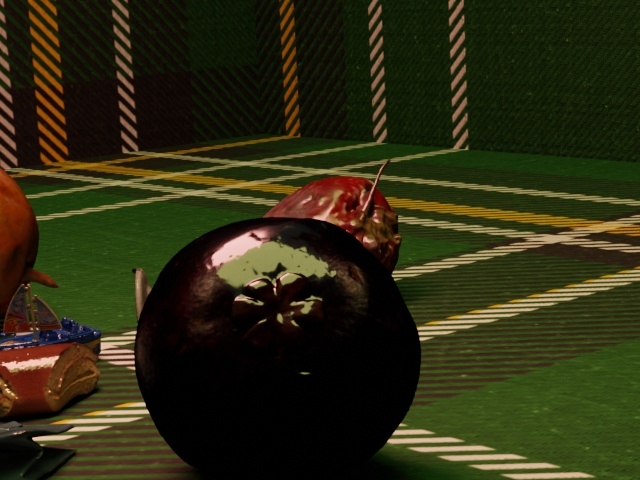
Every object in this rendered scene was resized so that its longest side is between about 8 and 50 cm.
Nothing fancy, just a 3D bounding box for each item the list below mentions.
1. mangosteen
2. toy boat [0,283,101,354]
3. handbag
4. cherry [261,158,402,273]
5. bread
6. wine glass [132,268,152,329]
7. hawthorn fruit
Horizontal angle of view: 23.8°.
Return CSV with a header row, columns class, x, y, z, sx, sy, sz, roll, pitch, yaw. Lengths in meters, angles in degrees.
class,x,y,z,sx,sy,sz,roll,pitch,yaw
mangosteen,-0.041,0.123,1.443,0.288,0.287,0.233,-4,39,-8
toy boat,-0.365,0.107,1.912,0.175,0.110,0.091,-12,13,-33
handbag,-0.371,0.209,1.523,0.221,0.057,0.144,-2,3,10
cherry,0.000,0.000,2.222,0.250,0.192,0.175,-9,-31,24
bread,-0.339,0.157,1.738,0.192,0.067,0.119,-6,11,-19
wine glass,-0.116,0.081,1.952,0.241,0.126,0.126,-6,10,0
hawthorn fruit,-0.506,0.009,2.121,0.298,0.277,0.277,23,10,-2
